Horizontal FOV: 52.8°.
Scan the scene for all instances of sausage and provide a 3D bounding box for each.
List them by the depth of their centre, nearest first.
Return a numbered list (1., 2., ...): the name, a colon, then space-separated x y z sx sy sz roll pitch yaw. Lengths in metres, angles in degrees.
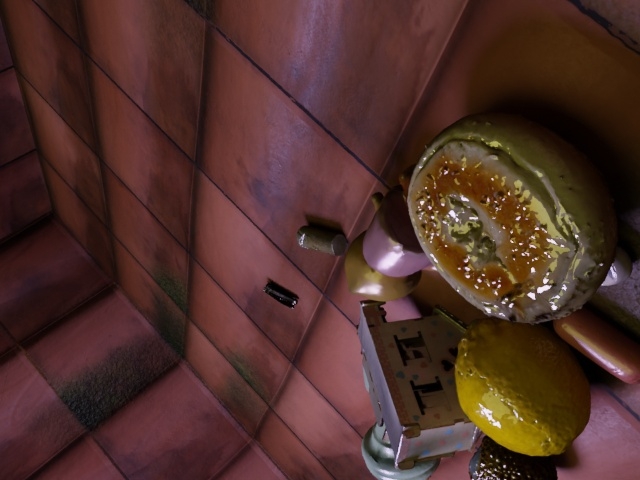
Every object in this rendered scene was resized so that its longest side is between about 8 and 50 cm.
1. sausage: 0.428 0.155 0.984 0.154 0.062 0.062 38 148 23

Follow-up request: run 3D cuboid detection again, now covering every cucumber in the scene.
1. cucumber: -0.110 0.153 1.780 0.135 0.033 0.034 27 -176 36

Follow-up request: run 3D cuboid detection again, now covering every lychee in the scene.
1. lychee: 0.388 0.454 1.285 0.171 0.171 0.171 35 147 28

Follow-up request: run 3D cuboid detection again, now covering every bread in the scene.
1. bread: 0.265 -0.034 0.895 0.306 0.159 0.305 29 132 39

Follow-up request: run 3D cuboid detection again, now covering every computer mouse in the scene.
1. computer mouse: 0.397 0.030 0.915 0.066 0.039 0.096 59 158 -11

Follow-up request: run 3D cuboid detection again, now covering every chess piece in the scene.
1. chess piece: 0.177 0.398 1.510 0.195 0.195 0.299 17 126 46

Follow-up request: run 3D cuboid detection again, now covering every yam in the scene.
1. yam: 0.000 0.000 1.434 0.132 0.054 0.054 15 134 47

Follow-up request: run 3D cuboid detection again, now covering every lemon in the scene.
1. lemon: 0.332 0.239 1.070 0.260 0.204 0.204 53 151 3

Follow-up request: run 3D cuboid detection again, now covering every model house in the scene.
1. model house: 0.221 0.266 1.270 0.169 0.245 0.326 91 167 -47

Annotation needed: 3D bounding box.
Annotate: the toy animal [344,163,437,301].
1. toy animal: 0.135 0.017 1.140 0.195 0.169 0.281 49 150 13

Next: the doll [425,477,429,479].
1. doll: 0.220 0.596 1.756 0.179 0.088 0.102 39 159 -28
